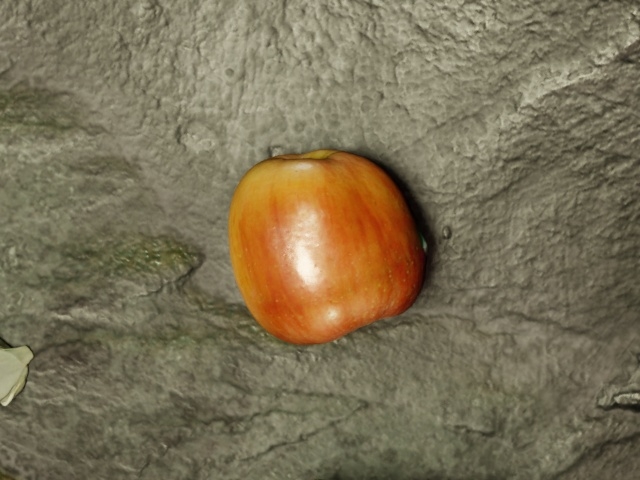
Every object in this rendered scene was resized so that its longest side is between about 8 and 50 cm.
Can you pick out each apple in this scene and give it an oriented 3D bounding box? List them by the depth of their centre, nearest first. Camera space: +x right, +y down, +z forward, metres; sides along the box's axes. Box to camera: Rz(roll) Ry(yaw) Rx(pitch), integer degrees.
[{"bbox_3d":[0.000,0.000,1.059,0.199,0.199,0.199,2,103,10],"label":"apple"}]

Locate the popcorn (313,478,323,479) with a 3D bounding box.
[{"bbox_3d":[0.066,0.389,1.105,0.334,0.292,0.293,-17,62,30],"label":"popcorn"}]

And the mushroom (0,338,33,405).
[{"bbox_3d":[-0.456,0.135,1.118,0.109,0.351,0.097,32,107,40],"label":"mushroom"}]
